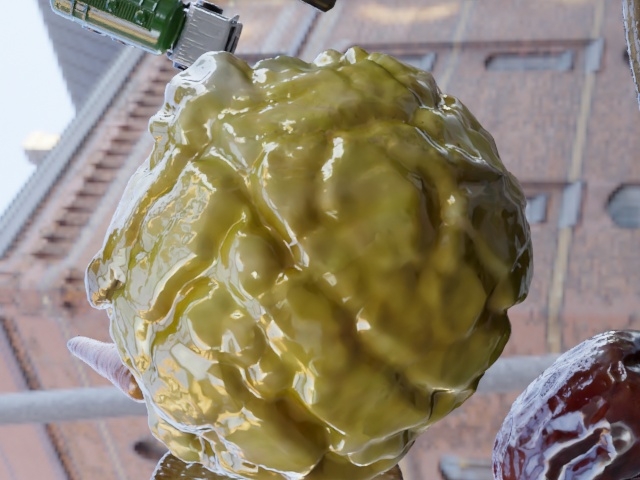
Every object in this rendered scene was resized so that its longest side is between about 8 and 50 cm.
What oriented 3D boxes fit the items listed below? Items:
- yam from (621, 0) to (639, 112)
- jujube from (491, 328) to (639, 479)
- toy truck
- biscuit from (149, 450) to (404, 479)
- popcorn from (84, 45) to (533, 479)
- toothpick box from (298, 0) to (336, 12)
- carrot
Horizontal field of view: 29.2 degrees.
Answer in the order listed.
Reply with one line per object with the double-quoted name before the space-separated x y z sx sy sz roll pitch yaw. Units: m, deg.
"yam" 0.259 -0.155 0.977 0.032 0.032 0.145 -29 -71 -71
"jujube" 0.277 0.201 1.276 0.243 0.183 0.183 -64 -1 34
"toy truck" -0.226 -0.291 1.591 0.125 0.243 0.101 -78 11 -83
"biscuit" -0.052 0.298 1.414 0.305 0.305 0.038 -64 -23 -53
"popcorn" -0.001 0.017 1.071 0.344 0.354 0.390 35 -135 -51
"toothpick box" 0.044 -0.338 1.226 0.190 0.308 0.187 21 -90 -35
"carrot" -0.259 0.146 1.528 0.061 0.257 0.061 -9 -74 -34
